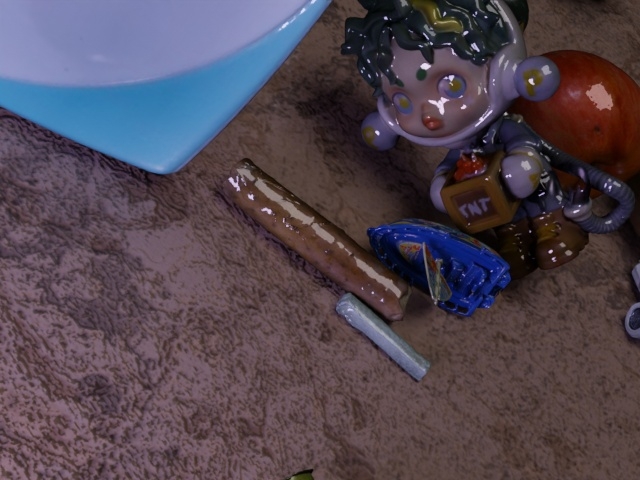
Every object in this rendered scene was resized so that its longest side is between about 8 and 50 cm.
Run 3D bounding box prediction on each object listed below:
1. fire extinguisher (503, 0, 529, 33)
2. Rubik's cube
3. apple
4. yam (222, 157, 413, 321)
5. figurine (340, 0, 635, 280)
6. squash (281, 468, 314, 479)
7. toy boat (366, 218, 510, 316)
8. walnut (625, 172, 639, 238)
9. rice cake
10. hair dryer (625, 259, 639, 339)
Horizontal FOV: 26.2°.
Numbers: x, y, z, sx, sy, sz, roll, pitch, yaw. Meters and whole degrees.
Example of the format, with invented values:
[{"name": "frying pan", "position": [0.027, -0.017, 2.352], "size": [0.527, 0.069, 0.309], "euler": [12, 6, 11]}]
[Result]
[{"name": "fire extinguisher", "position": [0.239, -0.356, 1.935], "size": [0.095, 0.114, 0.311], "euler": [-4, 47, 4]}, {"name": "Rubik's cube", "position": [-0.182, -0.321, 1.322], "size": [0.352, 0.351, 0.347], "euler": [29, 41, -22]}, {"name": "apple", "position": [0.314, -0.136, 1.721], "size": [0.209, 0.209, 0.164], "euler": [4, 47, -39]}, {"name": "yam", "position": [0.000, 0.000, 1.434], "size": [0.241, 0.057, 0.057], "euler": [39, 39, -7]}, {"name": "figurine", "position": [0.167, -0.133, 1.558], "size": [0.382, 0.261, 0.186], "euler": [63, 27, -12]}, {"name": "squash", "position": [-0.007, 0.292, 1.144], "size": [0.095, 0.095, 0.188], "euler": [-11, 68, -46]}, {"name": "toy boat", "position": [0.126, 0.032, 1.486], "size": [0.175, 0.091, 0.110], "euler": [27, 29, -14]}, {"name": "walnut", "position": [0.523, -0.054, 1.827], "size": [0.228, 0.228, 0.228], "euler": [24, 43, -24]}, {"name": "rice cake", "position": [0.066, 0.100, 1.430], "size": [0.121, 0.021, 0.022], "euler": [41, 34, -8]}, {"name": "hair dryer", "position": [0.418, 0.076, 1.748], "size": [0.082, 0.047, 0.137], "euler": [20, 39, -27]}]
